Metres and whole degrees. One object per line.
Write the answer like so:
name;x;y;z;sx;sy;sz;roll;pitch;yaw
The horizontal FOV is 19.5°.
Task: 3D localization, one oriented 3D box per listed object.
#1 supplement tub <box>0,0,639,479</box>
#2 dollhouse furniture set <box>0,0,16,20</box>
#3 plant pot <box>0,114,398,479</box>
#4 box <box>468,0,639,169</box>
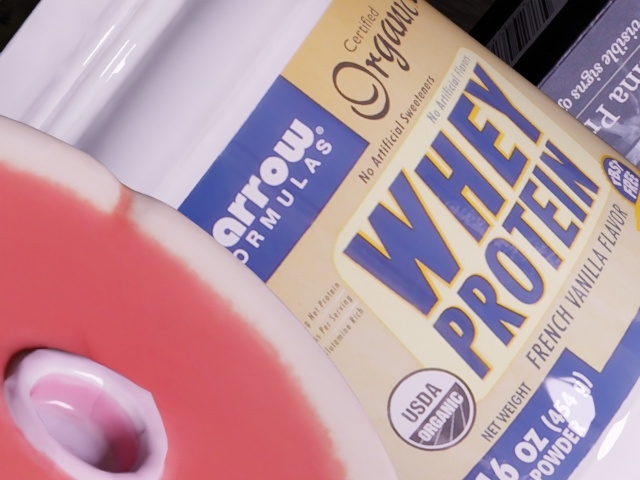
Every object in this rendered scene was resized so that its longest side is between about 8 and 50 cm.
supplement tub;0.000;0.000;0.840;0.316;0.228;0.228;37;25;-7
dollhouse furniture set;-0.149;-0.134;1.006;0.161;0.101;0.182;27;28;-27
plant pot;-0.122;0.114;0.460;0.275;0.243;0.275;32;26;-18
box;0.238;-0.036;1.099;0.312;0.343;0.179;32;24;-15
